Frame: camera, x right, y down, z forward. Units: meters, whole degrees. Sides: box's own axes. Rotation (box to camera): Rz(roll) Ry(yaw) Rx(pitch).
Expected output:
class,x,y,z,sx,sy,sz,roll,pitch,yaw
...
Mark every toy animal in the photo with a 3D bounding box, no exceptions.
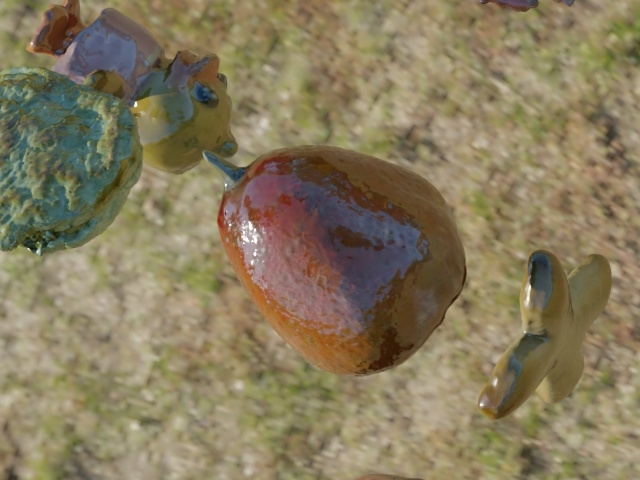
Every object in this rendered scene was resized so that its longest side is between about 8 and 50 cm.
class,x,y,z,sx,sy,sz,roll,pitch,yaw
toy animal,-0.225,-0.183,2.319,0.281,0.195,0.169,24,116,1

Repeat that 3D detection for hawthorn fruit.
class,x,y,z,sx,sy,sz,roll,pitch,yaw
hawthorn fruit,0.000,0.000,1.596,0.199,0.251,0.199,-53,13,18

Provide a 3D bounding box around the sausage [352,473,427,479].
class,x,y,z,sx,sy,sz,roll,pitch,yaw
sausage,0.124,0.253,1.552,0.433,0.088,0.088,8,78,64

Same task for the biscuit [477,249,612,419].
class,x,y,z,sx,sy,sz,roll,pitch,yaw
biscuit,0.222,0.089,1.797,0.047,0.208,0.164,20,98,22

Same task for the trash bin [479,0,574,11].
class,x,y,z,sx,sy,sz,roll,pitch,yaw
trash bin,0.126,-0.217,0.990,0.184,0.239,0.161,21,116,22

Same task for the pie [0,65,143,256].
class,x,y,z,sx,sy,sz,roll,pitch,yaw
pie,-0.289,-0.069,1.799,0.248,0.090,0.201,23,65,31
